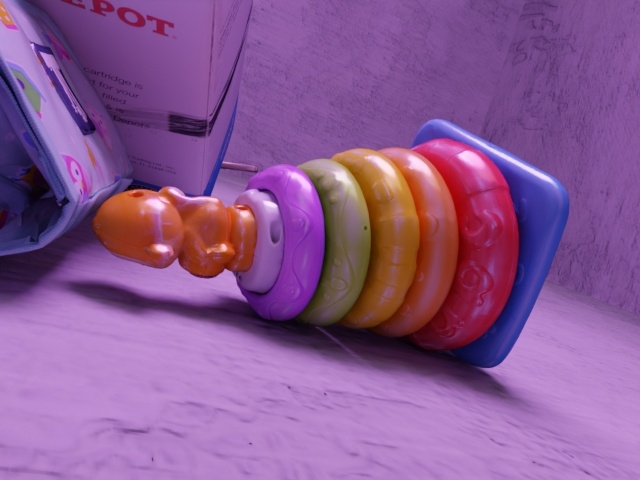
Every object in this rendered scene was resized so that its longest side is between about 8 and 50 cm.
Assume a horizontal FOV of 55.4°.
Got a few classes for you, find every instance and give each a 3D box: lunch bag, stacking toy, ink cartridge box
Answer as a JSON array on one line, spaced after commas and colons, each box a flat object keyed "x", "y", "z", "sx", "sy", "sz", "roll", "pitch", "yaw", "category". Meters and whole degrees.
[{"x": -0.243, "y": -0.091, "z": 0.364, "sx": 0.262, "sy": 0.160, "sz": 0.223, "roll": 27, "pitch": 5, "yaw": -15, "category": "lunch bag"}, {"x": 0.000, "y": 0.000, "z": 0.423, "sx": 0.302, "sy": 0.165, "sz": 0.175, "roll": 1, "pitch": 27, "yaw": -31, "category": "stacking toy"}, {"x": -0.222, "y": -0.199, "z": 0.592, "sx": 0.286, "sy": 0.166, "sz": 0.395, "roll": 18, "pitch": -24, "yaw": -6, "category": "ink cartridge box"}]

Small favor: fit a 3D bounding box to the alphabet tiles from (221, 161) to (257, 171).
[{"x": -0.267, "y": -0.130, "z": 0.927, "sx": 0.343, "sy": 0.011, "sz": 0.285, "roll": 7, "pitch": 5, "yaw": -5, "category": "alphabet tiles"}]
